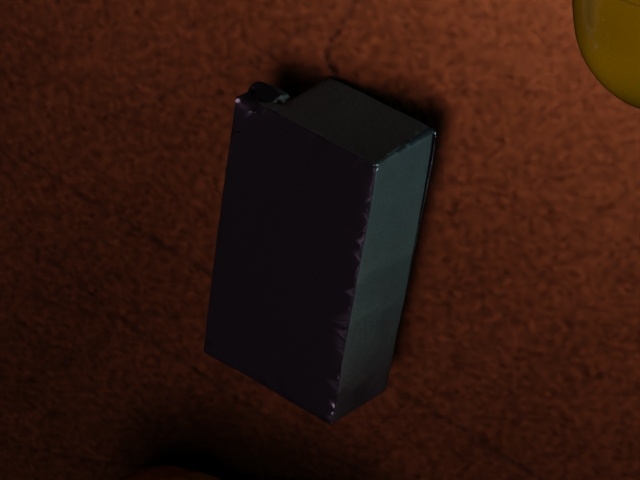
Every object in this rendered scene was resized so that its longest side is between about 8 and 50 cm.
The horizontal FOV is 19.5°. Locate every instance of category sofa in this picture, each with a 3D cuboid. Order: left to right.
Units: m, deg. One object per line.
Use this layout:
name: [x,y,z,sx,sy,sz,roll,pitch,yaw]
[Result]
sofa: [0.000,0.000,0.865,0.085,0.060,0.147,26,126,27]

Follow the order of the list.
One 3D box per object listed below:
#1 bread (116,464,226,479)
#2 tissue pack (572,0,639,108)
bread: [-0.055,0.235,0.963,0.247,0.135,0.232,42,125,-5]
tissue pack: [0.184,-0.092,0.690,0.178,0.123,0.127,16,118,12]
